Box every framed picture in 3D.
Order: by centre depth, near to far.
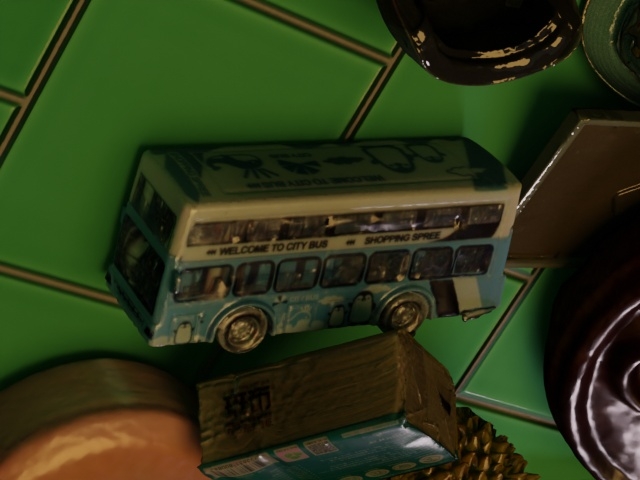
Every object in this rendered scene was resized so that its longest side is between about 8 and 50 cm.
[{"bbox_3d":[0.269,-0.035,1.422,0.259,0.023,0.189,0,141,-29],"label":"framed picture"}]

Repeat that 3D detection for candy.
[{"bbox_3d":[-0.176,0.211,1.334,0.255,0.094,0.255,-15,128,-20],"label":"candy"}]

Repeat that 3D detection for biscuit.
[{"bbox_3d":[0.394,0.115,1.476,0.407,0.091,0.407,2,131,2],"label":"biscuit"}]

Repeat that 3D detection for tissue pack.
[{"bbox_3d":[0.006,0.132,1.282,0.169,0.082,0.120,-17,151,19],"label":"tissue pack"}]

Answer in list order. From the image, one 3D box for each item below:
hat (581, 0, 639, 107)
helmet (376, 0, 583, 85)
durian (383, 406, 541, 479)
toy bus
[{"bbox_3d":[0.294,-0.152,1.356,0.190,0.078,0.138,12,118,-35],"label":"hat"},{"bbox_3d":[0.101,-0.198,1.202,0.153,0.107,0.177,-4,104,-24],"label":"helmet"},{"bbox_3d":[0.049,0.267,1.412,0.292,0.258,0.258,-18,134,18],"label":"durian"},{"bbox_3d":[0.000,0.000,1.283,0.297,0.106,0.131,-3,121,-29],"label":"toy bus"}]
